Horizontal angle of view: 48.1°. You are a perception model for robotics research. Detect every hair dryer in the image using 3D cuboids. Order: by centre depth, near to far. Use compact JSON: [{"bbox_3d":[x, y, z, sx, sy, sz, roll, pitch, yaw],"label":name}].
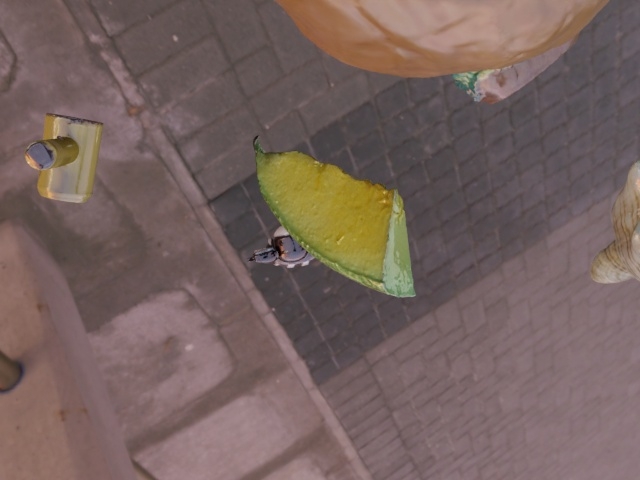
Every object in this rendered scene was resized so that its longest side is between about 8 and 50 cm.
[{"bbox_3d":[-0.394,-0.120,1.076,0.090,0.278,0.135,10,97,-11],"label":"hair dryer"}]

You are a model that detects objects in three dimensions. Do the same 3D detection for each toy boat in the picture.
[{"bbox_3d":[0.308,-0.297,1.020,0.293,0.108,0.099,-46,104,-14],"label":"toy boat"}]

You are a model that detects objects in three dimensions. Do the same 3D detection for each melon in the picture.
[{"bbox_3d":[0.000,-0.040,0.739,0.053,0.261,0.114,-9,127,-45],"label":"melon"}]

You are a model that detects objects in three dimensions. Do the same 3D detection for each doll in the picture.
[{"bbox_3d":[0.000,0.000,1.037,0.219,0.091,0.067,-11,94,-3],"label":"doll"}]

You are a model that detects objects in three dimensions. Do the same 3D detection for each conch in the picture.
[{"bbox_3d":[0.409,-0.002,0.807,0.169,0.203,0.386,-23,176,-33],"label":"conch"}]

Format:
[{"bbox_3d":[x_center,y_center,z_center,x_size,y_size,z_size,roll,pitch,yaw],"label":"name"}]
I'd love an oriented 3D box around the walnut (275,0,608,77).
[{"bbox_3d":[0.078,-0.313,0.528,0.307,0.354,0.397,-18,147,41],"label":"walnut"}]
